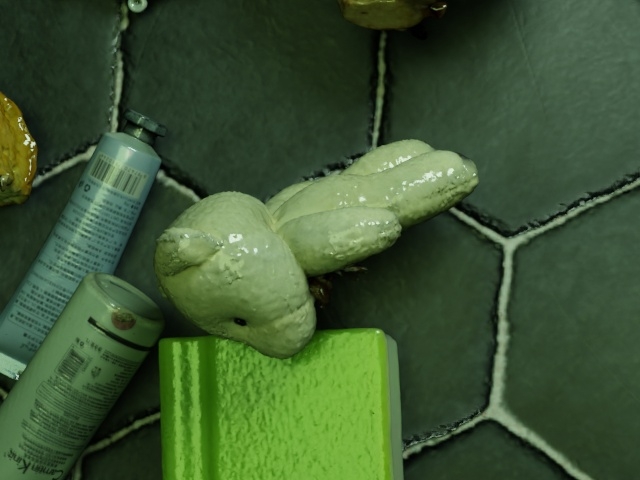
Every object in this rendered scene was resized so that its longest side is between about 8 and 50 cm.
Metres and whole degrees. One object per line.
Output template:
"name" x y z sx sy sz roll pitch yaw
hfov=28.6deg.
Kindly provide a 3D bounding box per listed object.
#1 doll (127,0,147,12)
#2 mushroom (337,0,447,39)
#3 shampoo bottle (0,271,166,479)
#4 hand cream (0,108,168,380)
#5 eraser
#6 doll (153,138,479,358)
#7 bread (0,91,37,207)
"doll" -0.164 -0.271 1.172 0.135 0.071 0.113 25 96 7
"mushroom" 0.078 -0.317 1.066 0.263 0.195 0.283 0 84 5
"shampoo bottle" -0.239 0.155 1.115 0.085 0.085 0.262 36 99 12
"hand cream" -0.220 0.008 1.155 0.091 0.058 0.271 26 92 -4
"eraser" -0.031 0.216 1.077 0.210 0.092 0.274 -3 82 11
"doll" 0.002 0.001 1.045 0.278 0.175 0.149 -26 78 -13
"bread" -0.375 -0.105 1.148 0.229 0.143 0.139 4 85 9
